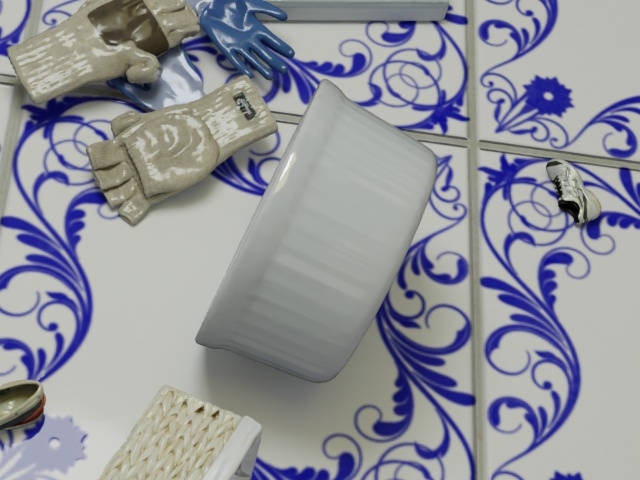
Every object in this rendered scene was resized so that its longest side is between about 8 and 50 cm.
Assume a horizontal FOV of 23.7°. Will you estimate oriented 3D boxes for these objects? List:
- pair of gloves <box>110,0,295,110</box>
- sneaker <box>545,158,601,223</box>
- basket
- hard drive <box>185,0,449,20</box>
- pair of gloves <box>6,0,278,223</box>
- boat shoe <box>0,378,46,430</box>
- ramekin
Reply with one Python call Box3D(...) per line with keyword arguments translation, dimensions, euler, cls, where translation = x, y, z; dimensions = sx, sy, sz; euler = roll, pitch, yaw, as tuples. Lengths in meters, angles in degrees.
Box3D(translation=(-0.129, -0.207, 1.664), dimensions=(0.198, 0.023, 0.159), euler=(-41, 81, -16), cls="pair of gloves")
Box3D(translation=(0.270, -0.054, 1.668), dimensions=(0.037, 0.032, 0.083), euler=(-27, 66, -26), cls="sneaker")
Box3D(translation=(-0.137, 0.227, 1.355), dimensions=(0.103, 0.113, 0.167), euler=(27, 56, 8), cls="basket")
Box3D(translation=(-0.041, -0.358, 1.791), dimensions=(0.353, 0.047, 0.233), euler=(-1, 58, -13), cls="hard drive")
Box3D(translation=(-0.188, -0.156, 1.606), dimensions=(0.204, 0.042, 0.240), euler=(-35, 79, -19), cls="pair of gloves")
Box3D(translation=(-0.319, 0.162, 1.401), dimensions=(0.137, 0.043, 0.049), euler=(-16, 64, -19), cls="boat shoe")
Box3D(translation=(0.000, 0.000, 1.440), dimensions=(0.135, 0.277, 0.277), euler=(27, 56, -3), cls="ramekin")
